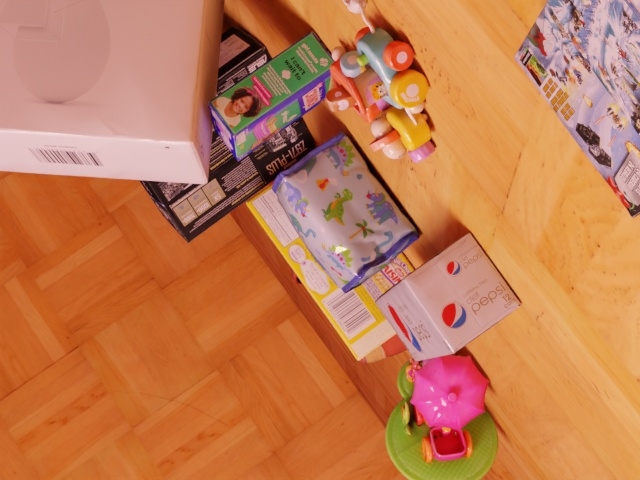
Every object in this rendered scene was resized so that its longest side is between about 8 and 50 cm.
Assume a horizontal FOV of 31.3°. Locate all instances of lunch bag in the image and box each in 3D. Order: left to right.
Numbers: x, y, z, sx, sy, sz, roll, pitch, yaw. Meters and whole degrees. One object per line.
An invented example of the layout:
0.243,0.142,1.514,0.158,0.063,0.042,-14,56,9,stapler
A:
0.018,-0.020,1.117,0.129,0.096,0.151,54,163,5,lunch bag

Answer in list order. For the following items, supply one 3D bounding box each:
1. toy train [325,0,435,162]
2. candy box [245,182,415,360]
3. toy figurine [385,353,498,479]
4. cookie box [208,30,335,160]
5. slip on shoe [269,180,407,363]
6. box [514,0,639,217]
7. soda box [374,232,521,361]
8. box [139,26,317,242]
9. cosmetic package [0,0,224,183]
0.029,-0.112,0.818,0.125,0.046,0.166,52,173,19,toy train
0.022,0.014,1.203,0.206,0.105,0.027,55,173,7,candy box
0.136,0.165,1.261,0.159,0.130,0.173,90,171,-55,toy figurine
-0.040,-0.122,0.979,0.040,0.107,0.092,53,174,6,cookie box
0.000,0.000,1.308,0.331,0.101,0.123,54,175,20,slip on shoe
0.127,-0.065,0.458,0.094,0.027,0.137,56,173,7,box
0.104,0.055,0.995,0.074,0.069,0.216,55,172,4,soda box
-0.117,-0.114,1.225,0.077,0.180,0.147,42,166,49,box
-0.203,-0.178,0.986,0.138,0.224,0.225,90,-175,-79,cosmetic package
